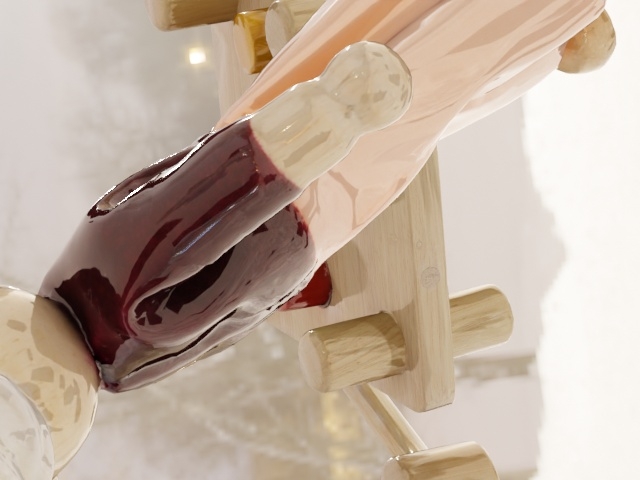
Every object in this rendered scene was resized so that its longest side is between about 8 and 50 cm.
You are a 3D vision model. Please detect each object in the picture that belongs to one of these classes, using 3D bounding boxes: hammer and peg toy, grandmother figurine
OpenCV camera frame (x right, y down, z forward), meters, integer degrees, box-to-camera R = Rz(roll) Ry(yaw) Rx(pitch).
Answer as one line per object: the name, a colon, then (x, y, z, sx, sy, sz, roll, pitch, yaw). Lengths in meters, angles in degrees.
hammer and peg toy: (0.000, 0.000, 1.042, 0.266, 0.127, 0.361, 27, 126, 61)
grandmother figurine: (-0.029, -0.010, 0.612, 0.104, 0.342, 0.208, 44, 155, 17)
